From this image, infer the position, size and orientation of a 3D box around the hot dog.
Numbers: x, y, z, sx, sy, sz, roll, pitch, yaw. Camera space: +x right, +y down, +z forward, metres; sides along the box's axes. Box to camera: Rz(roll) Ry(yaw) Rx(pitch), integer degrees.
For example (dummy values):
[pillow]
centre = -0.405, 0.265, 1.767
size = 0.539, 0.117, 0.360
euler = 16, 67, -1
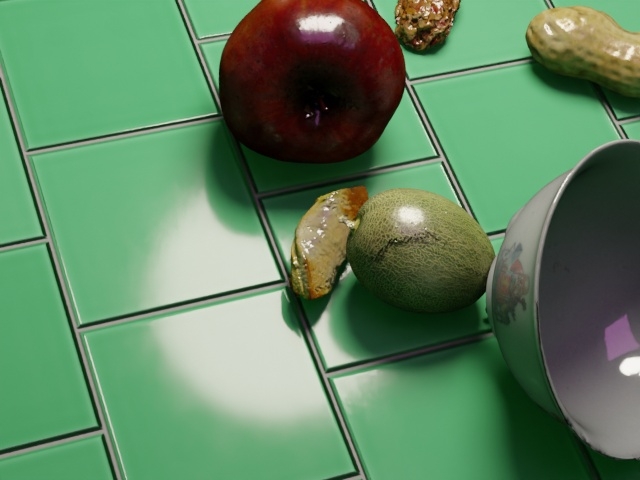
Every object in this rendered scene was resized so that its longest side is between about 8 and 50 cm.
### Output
[hot dog]
centre = 0.000, 0.001, 1.599
size = 0.078, 0.061, 0.169
euler = 50, 53, -28

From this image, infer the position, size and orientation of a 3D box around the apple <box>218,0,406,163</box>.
[apple]
centre = -0.007, -0.201, 1.649
size = 0.234, 0.234, 0.234
euler = 5, 56, -7

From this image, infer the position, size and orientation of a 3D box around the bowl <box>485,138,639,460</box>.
[bowl]
centre = 0.286, 0.063, 1.522
size = 0.157, 0.345, 0.345
euler = 0, 40, 46

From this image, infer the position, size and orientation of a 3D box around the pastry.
[pastry]
centre = 0.148, -0.331, 1.845
size = 0.087, 0.063, 0.169
euler = 10, 57, -1

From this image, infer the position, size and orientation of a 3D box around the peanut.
[peanut]
centre = 0.382, -0.248, 1.814
size = 0.229, 0.098, 0.103
euler = 18, 82, -1

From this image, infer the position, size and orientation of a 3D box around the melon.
[melon]
centre = 0.107, 0.011, 1.562
size = 0.192, 0.139, 0.139
euler = 22, 54, -15

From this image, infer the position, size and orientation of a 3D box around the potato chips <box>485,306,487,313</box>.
[potato chips]
centre = 0.275, 0.037, 1.648
size = 0.037, 0.026, 0.204
euler = 35, 58, 29
